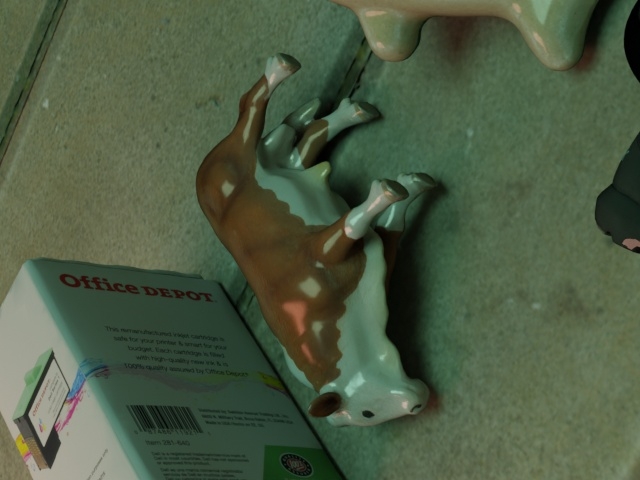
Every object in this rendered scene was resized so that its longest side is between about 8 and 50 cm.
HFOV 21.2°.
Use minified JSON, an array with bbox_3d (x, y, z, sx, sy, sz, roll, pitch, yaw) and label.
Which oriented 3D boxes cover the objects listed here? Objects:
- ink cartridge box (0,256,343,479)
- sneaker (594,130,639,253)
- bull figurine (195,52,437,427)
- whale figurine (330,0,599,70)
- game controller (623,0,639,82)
[{"bbox_3d":[-0.130,0.151,1.381,0.117,0.201,0.278,-58,46,25],"label":"ink cartridge box"},{"bbox_3d":[0.274,-0.008,1.025,0.267,0.101,0.106,34,106,45],"label":"sneaker"},{"bbox_3d":[0.000,0.000,1.338,0.188,0.101,0.310,-57,49,21],"label":"bull figurine"},{"bbox_3d":[0.102,-0.229,1.257,0.272,0.141,0.216,31,109,21],"label":"whale figurine"},{"bbox_3d":[0.296,-0.079,0.954,0.166,0.067,0.319,-55,44,27],"label":"game controller"}]
